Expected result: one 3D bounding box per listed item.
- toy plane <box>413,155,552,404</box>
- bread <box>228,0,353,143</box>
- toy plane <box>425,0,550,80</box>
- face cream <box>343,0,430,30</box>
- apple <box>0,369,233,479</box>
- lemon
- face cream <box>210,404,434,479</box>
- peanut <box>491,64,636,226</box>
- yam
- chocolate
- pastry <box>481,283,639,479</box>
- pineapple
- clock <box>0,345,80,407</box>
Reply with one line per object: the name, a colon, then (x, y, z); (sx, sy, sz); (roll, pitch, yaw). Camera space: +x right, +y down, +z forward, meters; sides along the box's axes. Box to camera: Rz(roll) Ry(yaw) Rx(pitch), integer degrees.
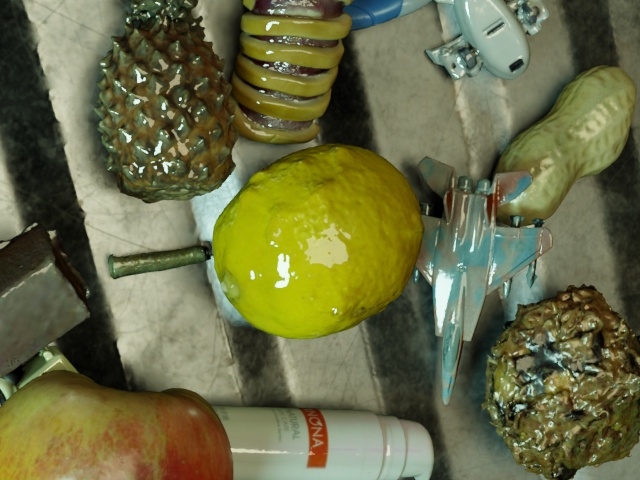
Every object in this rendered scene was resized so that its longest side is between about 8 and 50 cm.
toy plane: (0.186, 0.057, 1.693); (0.223, 0.104, 0.326); (8, 109, 13)
bread: (-0.038, -0.219, 1.559); (0.134, 0.081, 0.225); (4, 127, -14)
toy plane: (0.220, -0.291, 1.705); (0.174, 0.080, 0.174); (-2, 104, -7)
face cream: (0.035, -0.339, 1.624); (0.264, 0.083, 0.149); (-7, 88, -22)
apple: (-0.228, 0.288, 1.418); (0.293, 0.163, 0.251); (11, 101, -21)
lemon: (0.000, 0.000, 1.554); (0.288, 0.233, 0.233); (-24, 102, -24)
face cream: (-0.017, 0.263, 1.629); (0.345, 0.102, 0.102); (4, 91, -22)
peanut: (0.332, -0.123, 1.748); (0.274, 0.111, 0.125); (-44, 122, -11)
yam: (-0.196, 0.022, 1.583); (0.129, 0.027, 0.033); (-11, 98, -22)
chocolate: (-0.386, 0.113, 1.351); (0.321, 0.112, 0.112); (-35, 113, -10)
pastry: (0.346, 0.197, 1.706); (0.275, 0.193, 0.275); (-13, 110, -37)
pineapple: (-0.189, -0.229, 1.516); (0.175, 0.175, 0.361); (-3, 81, -22)
clock: (-0.454, 0.105, 1.443); (0.276, 0.120, 0.379); (-37, 110, -13)
